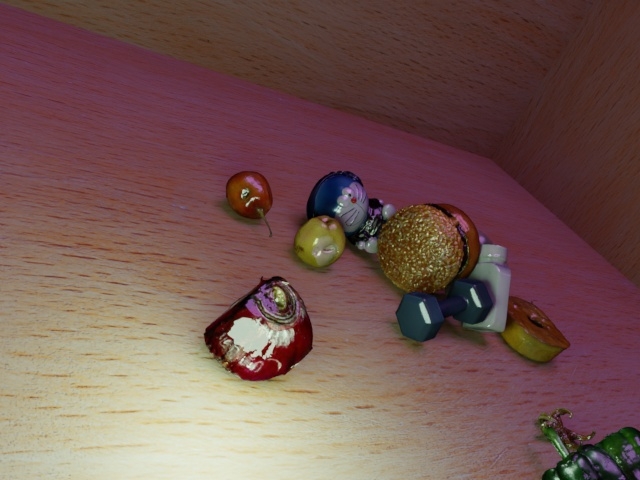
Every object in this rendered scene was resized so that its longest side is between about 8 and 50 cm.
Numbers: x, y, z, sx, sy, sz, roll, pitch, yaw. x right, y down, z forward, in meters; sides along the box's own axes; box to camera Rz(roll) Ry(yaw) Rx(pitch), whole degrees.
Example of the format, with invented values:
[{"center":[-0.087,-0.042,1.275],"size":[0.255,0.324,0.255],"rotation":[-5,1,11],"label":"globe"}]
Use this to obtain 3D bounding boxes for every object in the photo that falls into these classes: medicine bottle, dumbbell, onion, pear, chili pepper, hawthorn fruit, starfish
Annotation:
[{"center":[0.583,0.168,1.991],"size":[0.111,0.296,0.161],"rotation":[15,-14,-25],"label":"medicine bottle"},{"center":[0.399,0.218,1.830],"size":[0.325,0.159,0.144],"rotation":[-10,44,-37],"label":"dumbbell"},{"center":[-0.141,0.228,1.321],"size":[0.206,0.216,0.207],"rotation":[47,39,0],"label":"onion"},{"center":[0.000,0.000,1.881],"size":[0.178,0.178,0.178],"rotation":[22,27,-12],"label":"pear"},{"center":[0.921,0.683,1.560],"size":[0.213,0.167,0.384],"rotation":[11,33,-28],"label":"chili pepper"},{"center":[-0.206,-0.112,1.912],"size":[0.165,0.165,0.285],"rotation":[-4,47,-47],"label":"hawthorn fruit"},{"center":[0.710,0.559,1.676],"size":[0.190,0.074,0.146],"rotation":[5,34,-39],"label":"starfish"},{"center":[0.655,0.599,1.466],"size":[0.165,0.173,0.261],"rotation":[-22,52,-26],"label":"chili pepper"}]

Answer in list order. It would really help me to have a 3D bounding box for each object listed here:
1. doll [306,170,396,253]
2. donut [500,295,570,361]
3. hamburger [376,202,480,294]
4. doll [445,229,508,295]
[{"center":[0.093,-0.105,2.091],"size":[0.310,0.284,0.240],"rotation":[28,-17,-31],"label":"doll"},{"center":[0.764,0.329,2.090],"size":[0.278,0.108,0.277],"rotation":[22,27,-12],"label":"donut"},{"center":[0.373,0.026,2.008],"size":[0.250,0.329,0.330],"rotation":[-11,46,-42],"label":"hamburger"},{"center":[0.600,0.089,2.245],"size":[0.226,0.214,0.370],"rotation":[13,29,4],"label":"doll"}]
